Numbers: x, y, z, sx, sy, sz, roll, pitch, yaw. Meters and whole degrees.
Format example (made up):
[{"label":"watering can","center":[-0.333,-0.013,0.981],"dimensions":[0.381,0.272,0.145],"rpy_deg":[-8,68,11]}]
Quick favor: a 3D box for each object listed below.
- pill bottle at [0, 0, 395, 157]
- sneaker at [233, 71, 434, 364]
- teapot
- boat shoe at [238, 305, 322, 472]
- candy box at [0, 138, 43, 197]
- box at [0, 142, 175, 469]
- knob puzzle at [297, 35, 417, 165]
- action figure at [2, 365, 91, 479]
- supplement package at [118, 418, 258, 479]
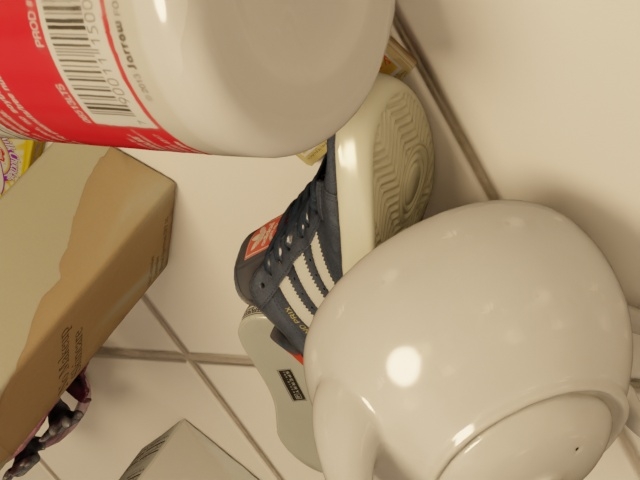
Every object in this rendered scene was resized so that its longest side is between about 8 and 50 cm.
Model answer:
[{"label":"pill bottle","center":[-0.173,-0.179,0.893],"dimensions":[0.407,0.229,0.229],"rpy_deg":[7,138,35]},{"label":"sneaker","center":[0.000,0.000,1.053],"dimensions":[0.148,0.131,0.350],"rpy_deg":[18,144,17]},{"label":"teapot","center":[0.125,0.108,0.947],"dimensions":[0.252,0.256,0.187],"rpy_deg":[33,-157,-52]},{"label":"boat shoe","center":[-0.010,0.129,1.281],"dimensions":[0.077,0.070,0.219],"rpy_deg":[-3,128,23]},{"label":"candy box","center":[-0.323,-0.091,1.326],"dimensions":[0.105,0.027,0.206],"rpy_deg":[32,147,2]},{"label":"box","center":[-0.265,0.061,1.201],"dimensions":[0.121,0.311,0.148],"rpy_deg":[29,146,10]},{"label":"knob puzzle","center":[-0.046,-0.148,1.004],"dimensions":[0.213,0.030,0.213],"rpy_deg":[24,145,18]},{"label":"action figure","center":[-0.401,0.075,1.523],"dimensions":[0.370,0.248,0.276],"rpy_deg":[49,-169,2]},{"label":"supplement package","center":[-0.168,0.359,1.586],"dimensions":[0.194,0.203,0.149],"rpy_deg":[41,147,-7]}]
